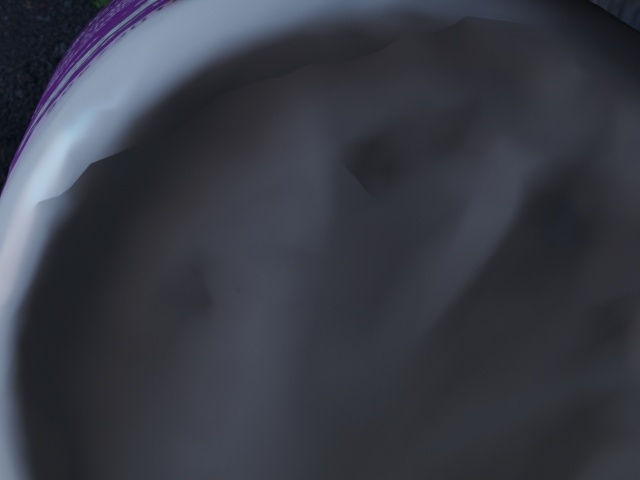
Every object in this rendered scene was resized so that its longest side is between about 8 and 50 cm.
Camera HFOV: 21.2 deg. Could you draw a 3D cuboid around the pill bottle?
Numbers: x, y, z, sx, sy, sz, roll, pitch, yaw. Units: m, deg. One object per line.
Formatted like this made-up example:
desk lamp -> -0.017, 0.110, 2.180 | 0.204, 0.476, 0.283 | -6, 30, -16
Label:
pill bottle -> 0.000, 0.000, 0.465 | 0.301, 0.169, 0.169 | -119, 41, -76
